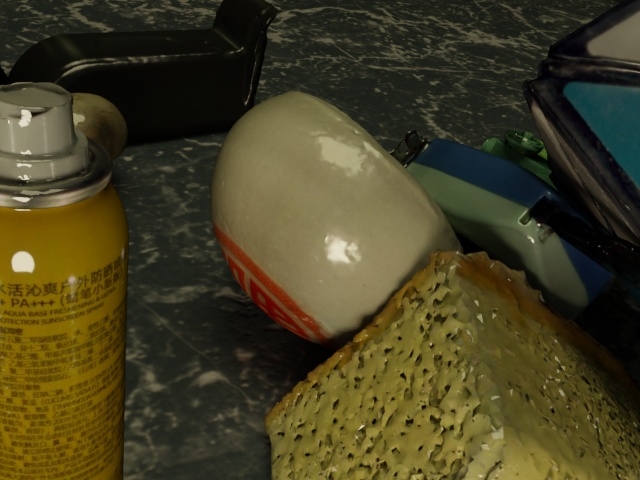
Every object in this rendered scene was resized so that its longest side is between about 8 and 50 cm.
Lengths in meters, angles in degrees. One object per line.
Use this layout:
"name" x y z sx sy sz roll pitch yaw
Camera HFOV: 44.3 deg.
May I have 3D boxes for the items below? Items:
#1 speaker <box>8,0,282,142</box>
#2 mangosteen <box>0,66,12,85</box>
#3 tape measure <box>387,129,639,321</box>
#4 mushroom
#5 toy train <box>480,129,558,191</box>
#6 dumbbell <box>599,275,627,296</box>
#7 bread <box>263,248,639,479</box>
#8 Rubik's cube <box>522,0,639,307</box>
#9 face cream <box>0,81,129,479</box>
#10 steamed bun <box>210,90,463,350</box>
"speaker" -0.264 -0.269 1.195 0.388 0.184 0.180 -15 39 -33
"mangosteen" -0.426 -0.080 0.774 0.300 0.300 0.300 7 31 -4
"tape measure" 0.221 0.018 0.745 0.098 0.215 0.351 -45 36 -7
"mushroom" -0.325 -0.117 0.990 0.166 0.127 0.166 -9 15 2
"toy train" 0.356 -0.080 1.144 0.157 0.105 0.253 -4 32 -46
"dumbbell" 0.457 0.036 0.895 0.406 0.179 0.179 25 34 23
"bread" 0.134 0.200 0.649 0.315 0.279 0.248 45 19 -27
"Rubik's cube" 0.391 -0.066 0.681 0.305 0.310 0.307 62 10 20
"face cream" -0.175 0.071 0.495 0.105 0.348 0.105 7 31 -4
"steamed bun" 0.000 0.000 0.773 0.177 0.283 0.283 -45 50 -7
